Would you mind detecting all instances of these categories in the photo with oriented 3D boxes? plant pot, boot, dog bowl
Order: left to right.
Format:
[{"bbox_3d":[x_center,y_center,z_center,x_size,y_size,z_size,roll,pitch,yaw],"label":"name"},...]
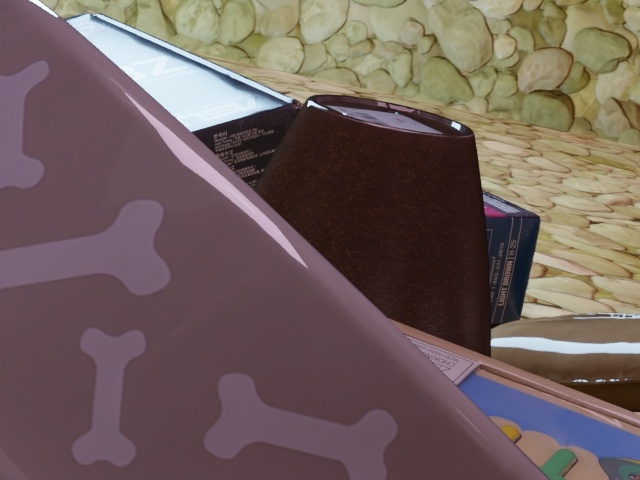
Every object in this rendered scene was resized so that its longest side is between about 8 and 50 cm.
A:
[{"bbox_3d":[-0.023,0.061,0.601,0.349,0.102,0.349,44,-3,3],"label":"dog bowl"},{"bbox_3d":[0.021,0.031,1.246,0.215,0.230,0.215,11,13,-2],"label":"plant pot"},{"bbox_3d":[0.276,0.078,1.407,0.236,0.089,0.269,-1,-2,-33],"label":"boot"}]

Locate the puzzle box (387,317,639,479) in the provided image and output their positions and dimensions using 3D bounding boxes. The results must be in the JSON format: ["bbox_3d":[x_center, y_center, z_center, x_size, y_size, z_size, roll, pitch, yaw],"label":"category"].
[{"bbox_3d":[0.115,0.166,0.947,0.409,0.052,0.272,20,31,24],"label":"puzzle box"}]

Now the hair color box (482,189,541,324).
[{"bbox_3d":[0.000,0.000,1.663,0.347,0.105,0.174,0,16,-39],"label":"hair color box"}]

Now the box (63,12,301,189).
[{"bbox_3d":[-0.259,-0.058,1.474,0.395,0.097,0.318,-18,29,-29],"label":"box"}]
